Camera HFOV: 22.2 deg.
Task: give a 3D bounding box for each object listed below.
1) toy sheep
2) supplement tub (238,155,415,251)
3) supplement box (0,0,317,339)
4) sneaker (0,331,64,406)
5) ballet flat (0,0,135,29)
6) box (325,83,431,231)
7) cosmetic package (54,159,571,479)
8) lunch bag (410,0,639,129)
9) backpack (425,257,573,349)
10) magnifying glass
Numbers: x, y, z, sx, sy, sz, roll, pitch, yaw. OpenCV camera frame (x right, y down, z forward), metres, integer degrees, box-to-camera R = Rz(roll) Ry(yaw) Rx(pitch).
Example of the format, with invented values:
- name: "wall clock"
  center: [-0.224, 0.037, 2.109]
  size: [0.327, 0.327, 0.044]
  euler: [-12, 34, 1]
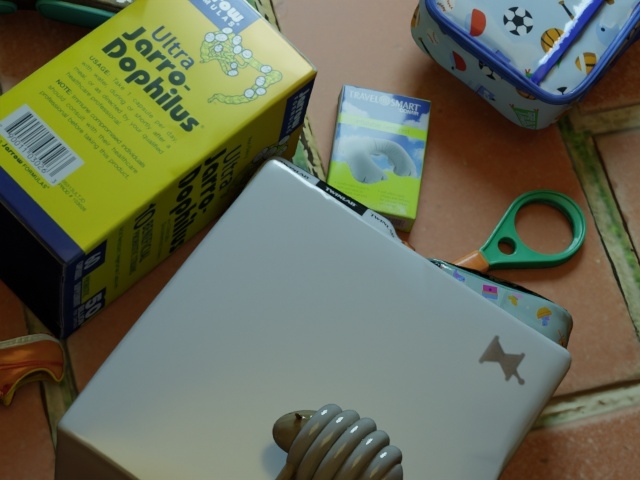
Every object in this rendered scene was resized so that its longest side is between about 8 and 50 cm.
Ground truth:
- name: "toy sheep"
  center: [0.019, 0.177, 1.266]
  size: [0.132, 0.091, 0.091]
  euler: [34, 63, 12]
- name: "supplement tub"
  center: [0.000, 0.000, 1.773]
  size: [0.190, 0.117, 0.117]
  euler: [30, 63, 6]
- name: "supplement box"
  center: [-0.203, -0.099, 1.742]
  size: [0.195, 0.194, 0.356]
  euler: [44, 65, 13]
- name: "sneaker"
  center: [-0.350, 0.141, 1.675]
  size: [0.175, 0.064, 0.067]
  euler: [-11, 77, -12]
- name: "ballet flat"
  center: [-0.329, -0.307, 1.863]
  size: [0.342, 0.116, 0.124]
  euler: [4, 86, -3]
- name: "box"
  center: [0.066, -0.104, 1.878]
  size: [0.109, 0.042, 0.178]
  euler: [11, 64, -5]
- name: "cosmetic package"
  center: [-0.025, 0.207, 1.512]
  size: [0.327, 0.394, 0.329]
  euler: [34, 63, 7]
- name: "lunch bag"
  center: [0.270, -0.290, 1.914]
  size: [0.243, 0.115, 0.303]
  euler: [37, 67, 6]
- name: "backpack"
  center: [0.167, 0.113, 1.719]
  size: [0.188, 0.166, 0.144]
  euler: [12, 64, -1]
- name: "magnifying glass"
  center: [0.204, 0.013, 1.857]
  size: [0.231, 0.026, 0.092]
  euler: [-26, 71, -22]
